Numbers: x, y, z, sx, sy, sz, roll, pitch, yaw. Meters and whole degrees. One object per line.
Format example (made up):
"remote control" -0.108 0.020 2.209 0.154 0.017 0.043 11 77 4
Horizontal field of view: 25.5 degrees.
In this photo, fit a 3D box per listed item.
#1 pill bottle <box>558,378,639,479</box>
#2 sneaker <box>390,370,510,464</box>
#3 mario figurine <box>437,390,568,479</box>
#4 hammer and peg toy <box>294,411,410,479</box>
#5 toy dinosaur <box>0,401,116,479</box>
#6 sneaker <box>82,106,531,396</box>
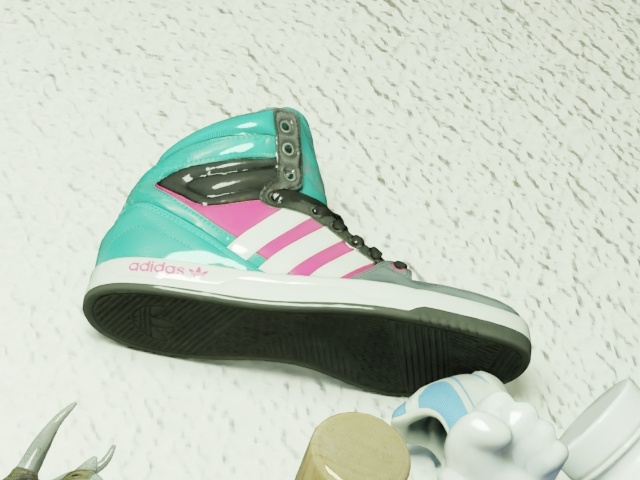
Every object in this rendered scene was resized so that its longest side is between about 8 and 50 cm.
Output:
"pill bottle" 0.223 0.167 0.856 0.169 0.094 0.094 45 51 4
"sneaker" 0.117 0.187 0.854 0.086 0.085 0.237 -23 56 -8
"mario figurine" 0.084 0.176 0.602 0.320 0.170 0.198 -8 16 -29
"hammer and peg toy" 0.021 0.280 0.704 0.266 0.127 0.361 -16 54 -25
"toy dinosaur" -0.273 0.177 0.750 0.313 0.121 0.160 4 35 -6
"sneaker" 0.000 0.000 0.968 0.295 0.124 0.178 10 56 -4
